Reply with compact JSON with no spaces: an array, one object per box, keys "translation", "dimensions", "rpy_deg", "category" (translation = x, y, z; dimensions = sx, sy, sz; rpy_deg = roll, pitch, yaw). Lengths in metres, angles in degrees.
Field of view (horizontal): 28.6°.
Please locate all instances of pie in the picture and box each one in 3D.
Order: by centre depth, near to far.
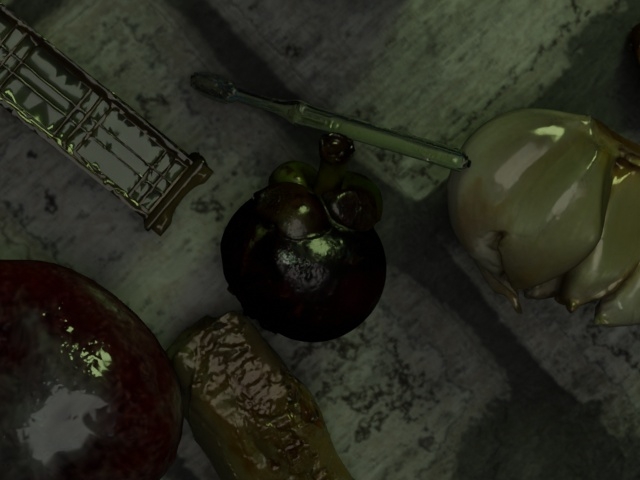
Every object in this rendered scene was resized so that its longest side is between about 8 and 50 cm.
[{"translation":[-0.057,0.202,1.286],"dimensions":[0.129,0.068,0.282],"rpy_deg":[-30,104,-1],"category":"pie"}]

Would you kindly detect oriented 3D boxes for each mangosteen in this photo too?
[{"translation":[-0.005,0.008,1.213],"dimensions":[0.172,0.172,0.184],"rpy_deg":[43,81,-13],"category":"mangosteen"}]

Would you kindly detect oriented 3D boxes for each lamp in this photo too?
[{"translation":[-0.253,-0.140,1.187],"dimensions":[0.325,0.089,0.090],"rpy_deg":[40,91,-14],"category":"lamp"}]

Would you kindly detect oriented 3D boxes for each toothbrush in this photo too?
[{"translation":[0.004,-0.114,1.198],"dimensions":[0.294,0.028,0.026],"rpy_deg":[18,93,14],"category":"toothbrush"}]

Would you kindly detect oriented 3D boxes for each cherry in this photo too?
[{"translation":[-0.255,0.144,1.178],"dimensions":[0.230,0.203,0.300],"rpy_deg":[-28,95,4],"category":"cherry"}]

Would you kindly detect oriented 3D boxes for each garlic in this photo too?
[{"translation":[0.240,-0.021,1.244],"dimensions":[0.281,0.185,0.203],"rpy_deg":[19,99,-33],"category":"garlic"}]

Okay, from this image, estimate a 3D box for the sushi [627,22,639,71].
[{"translation":[0.351,-0.181,1.291],"dimensions":[0.052,0.055,0.120],"rpy_deg":[-21,92,6],"category":"sushi"}]
